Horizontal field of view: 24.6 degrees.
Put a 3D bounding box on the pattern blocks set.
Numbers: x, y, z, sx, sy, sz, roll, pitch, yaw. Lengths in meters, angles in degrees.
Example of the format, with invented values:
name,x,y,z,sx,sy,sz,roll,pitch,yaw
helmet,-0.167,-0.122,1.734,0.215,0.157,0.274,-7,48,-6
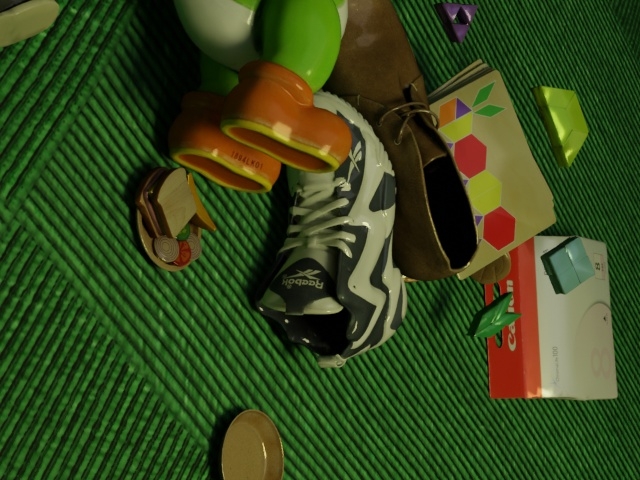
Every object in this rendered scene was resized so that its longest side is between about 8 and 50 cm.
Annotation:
name,x,y,z,sx,sy,sz,roll,pitch,yaw
pattern blocks set,0.148,-0.071,1.435,0.285,0.026,0.325,-21,100,-28

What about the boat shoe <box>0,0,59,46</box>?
name,x,y,z,sx,sy,sz,roll,pitch,yaw
boat shoe,-0.234,-0.147,0.964,0.042,0.049,0.133,50,43,10

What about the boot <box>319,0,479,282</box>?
name,x,y,z,sx,sy,sz,roll,pitch,yaw
boot,0.072,-0.111,1.313,0.112,0.115,0.305,-21,98,-24

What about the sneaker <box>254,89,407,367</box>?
name,x,y,z,sx,sy,sz,roll,pitch,yaw
sneaker,0.000,0.000,1.236,0.153,0.094,0.235,-44,130,-60

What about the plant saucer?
name,x,y,z,sx,sy,sz,roll,pitch,yaw
plant saucer,-0.059,0.179,1.185,0.083,0.015,0.083,16,70,-54

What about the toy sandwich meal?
name,x,y,z,sx,sy,sz,roll,pitch,yaw
toy sandwich meal,-0.111,-0.018,1.131,0.085,0.029,0.086,16,71,-54

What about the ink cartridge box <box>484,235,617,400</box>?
name,x,y,z,sx,sy,sz,roll,pitch,yaw
ink cartridge box,0.263,0.087,1.655,0.232,0.066,0.189,10,76,-60

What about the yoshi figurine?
name,x,y,z,sx,sy,sz,roll,pitch,yaw
yoshi figurine,0.003,-0.217,1.188,0.203,0.203,0.362,69,31,-72

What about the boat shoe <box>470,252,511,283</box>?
name,x,y,z,sx,sy,sz,roll,pitch,yaw
boat shoe,0.139,-0.035,1.493,0.170,0.063,0.059,61,15,-17
